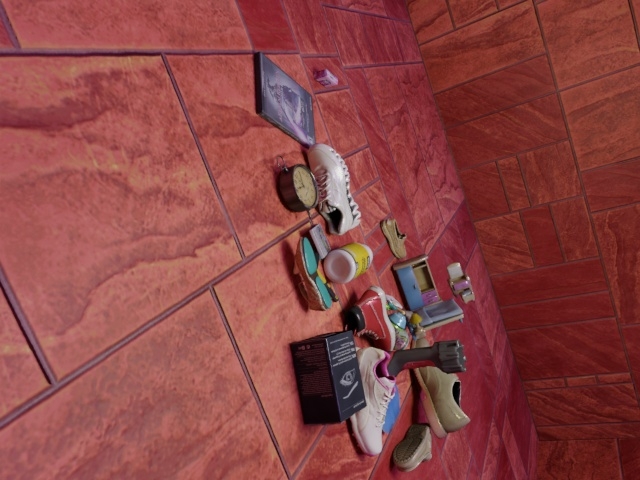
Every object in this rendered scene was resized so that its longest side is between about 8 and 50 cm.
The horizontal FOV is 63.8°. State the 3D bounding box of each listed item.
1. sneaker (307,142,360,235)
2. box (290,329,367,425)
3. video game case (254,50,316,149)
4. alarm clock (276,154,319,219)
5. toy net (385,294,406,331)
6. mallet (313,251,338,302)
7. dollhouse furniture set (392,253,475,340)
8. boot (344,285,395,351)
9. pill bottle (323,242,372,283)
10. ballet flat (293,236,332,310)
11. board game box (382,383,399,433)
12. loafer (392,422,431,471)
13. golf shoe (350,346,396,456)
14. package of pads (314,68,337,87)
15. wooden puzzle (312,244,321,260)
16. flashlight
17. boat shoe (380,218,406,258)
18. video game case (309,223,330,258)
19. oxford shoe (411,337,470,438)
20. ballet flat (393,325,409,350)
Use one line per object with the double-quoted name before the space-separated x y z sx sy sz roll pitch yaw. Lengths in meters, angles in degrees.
"sneaker" 0.031 -0.152 1.561 0.118 0.110 0.292 -41 113 -49
"box" 0.023 0.344 1.304 0.153 0.108 0.207 4 75 -61
"video game case" -0.099 -0.403 1.517 0.274 0.026 0.196 24 57 -56
"alarm clock" -0.071 -0.157 1.413 0.192 0.064 0.129 56 34 -35
"toy net" 0.231 0.229 1.749 0.122 0.045 0.232 34 8 -4
"mallet" 0.005 0.119 1.456 0.190 0.039 0.062 62 30 -31
"dollhouse furniture set" 0.416 0.180 1.846 0.303 0.286 0.198 -89 158 -77
"boot" 0.146 0.287 1.596 0.176 0.088 0.244 -39 122 -42
"pill bottle" 0.092 0.063 1.560 0.184 0.103 0.103 -21 96 -61
"ballet flat" -0.036 0.094 1.356 0.073 0.067 0.206 -24 96 -65
"board game box" 0.203 0.521 1.626 0.168 0.033 0.133 -39 117 -54
"loafer" 0.316 0.686 1.676 0.268 0.101 0.092 -15 84 -62
"golf shoe" 0.150 0.452 1.451 0.115 0.140 0.306 3 76 -62
"package of pads" 0.019 -0.557 1.771 0.083 0.050 0.032 12 72 -59
"wooden puzzle" -0.003 0.027 1.508 0.049 0.006 0.083 67 30 -16
"flashlight" 0.282 0.374 1.548 0.103 0.304 0.103 45 42 -44
"boat shoe" 0.301 -0.004 1.996 0.190 0.072 0.068 56 34 -32
"video game case" 0.000 0.000 1.482 0.122 0.011 0.087 -44 111 -75
"oxford shoe" 0.435 0.511 1.869 0.140 0.146 0.397 45 24 -41
"ballet flat" 0.255 0.309 1.755 0.079 0.077 0.221 51 13 -1
